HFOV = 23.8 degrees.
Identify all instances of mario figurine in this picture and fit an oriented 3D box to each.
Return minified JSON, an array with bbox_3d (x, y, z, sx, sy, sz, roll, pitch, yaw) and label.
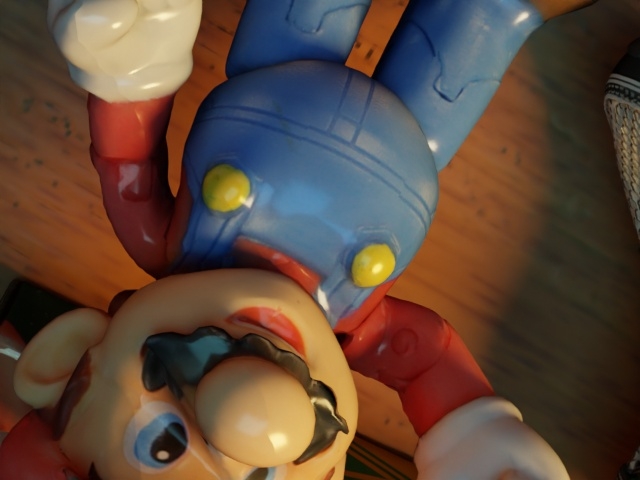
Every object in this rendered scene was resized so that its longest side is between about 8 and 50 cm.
[{"bbox_3d":[0.000,0.000,0.509,0.198,0.170,0.320,15,74,25],"label":"mario figurine"}]

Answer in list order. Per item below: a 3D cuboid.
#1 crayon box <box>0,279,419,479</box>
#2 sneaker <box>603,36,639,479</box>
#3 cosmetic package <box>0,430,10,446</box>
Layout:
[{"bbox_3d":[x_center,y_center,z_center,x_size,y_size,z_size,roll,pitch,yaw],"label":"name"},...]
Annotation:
[{"bbox_3d":[-0.031,0.176,0.656,0.318,0.081,0.202,25,103,-9],"label":"crayon box"},{"bbox_3d":[0.175,0.082,0.594,0.146,0.134,0.343,-22,105,-9],"label":"sneaker"},{"bbox_3d":[-0.163,0.195,0.556,0.085,0.117,0.231,4,107,0],"label":"cosmetic package"}]
